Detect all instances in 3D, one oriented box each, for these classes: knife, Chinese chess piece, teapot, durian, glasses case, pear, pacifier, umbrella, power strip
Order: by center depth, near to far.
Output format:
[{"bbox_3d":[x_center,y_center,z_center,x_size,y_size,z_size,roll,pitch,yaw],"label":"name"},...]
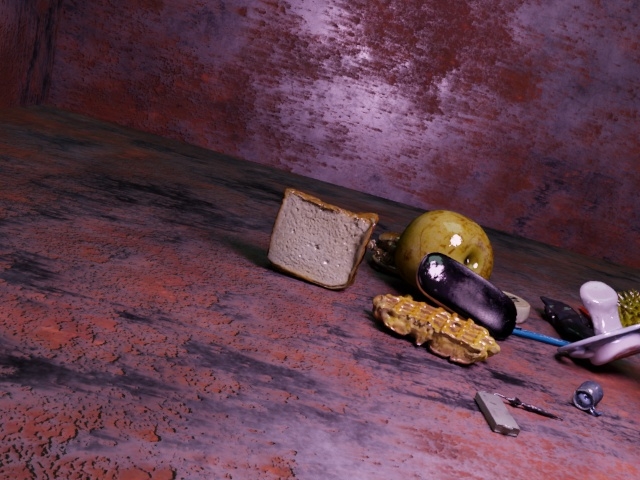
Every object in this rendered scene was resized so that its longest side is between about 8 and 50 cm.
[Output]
[{"bbox_3d":[0.328,0.320,1.092,0.050,0.019,0.136,13,15,-7],"label":"power strip"},{"bbox_3d":[0.414,0.329,1.157,0.148,0.022,0.022,16,56,-2],"label":"umbrella"},{"bbox_3d":[0.579,0.342,1.256,0.049,0.064,0.083,-13,-4,39],"label":"teapot"},{"bbox_3d":[0.380,0.143,1.500,0.314,0.122,0.075,32,-23,-13],"label":"glasses case"},{"bbox_3d":[0.727,0.207,1.505,0.278,0.207,0.227,-13,-14,-11],"label":"pacifier"},{"bbox_3d":[0.571,0.255,1.600,0.296,0.026,0.044,15,3,-5],"label":"knife"},{"bbox_3d":[0.351,0.047,1.671,0.283,0.284,0.283,15,14,-4],"label":"pear"},{"bbox_3d":[0.552,0.194,1.738,0.144,0.059,0.144,15,15,-4],"label":"Chinese chess piece"},{"bbox_3d":[1.058,0.267,2.008,0.169,0.157,0.355,52,15,-4],"label":"durian"}]

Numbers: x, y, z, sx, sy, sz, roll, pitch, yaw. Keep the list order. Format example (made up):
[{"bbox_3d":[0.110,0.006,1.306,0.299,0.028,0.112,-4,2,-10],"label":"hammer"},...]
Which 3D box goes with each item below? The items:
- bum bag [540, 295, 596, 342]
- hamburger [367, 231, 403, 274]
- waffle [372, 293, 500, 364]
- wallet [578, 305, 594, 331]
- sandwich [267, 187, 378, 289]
[{"bbox_3d":[0.754,0.245,1.749,0.137,0.074,0.310,25,14,-7],"label":"bum bag"},{"bbox_3d":[0.234,0.032,1.855,0.184,0.131,0.159,15,10,9],"label":"hamburger"},{"bbox_3d":[0.264,0.205,1.375,0.283,0.065,0.309,12,11,-25],"label":"waffle"},{"bbox_3d":[0.830,0.264,1.738,0.103,0.020,0.196,57,12,-4],"label":"wallet"},{"bbox_3d":[0.000,0.000,1.518,0.251,0.226,0.087,19,12,6],"label":"sandwich"}]
